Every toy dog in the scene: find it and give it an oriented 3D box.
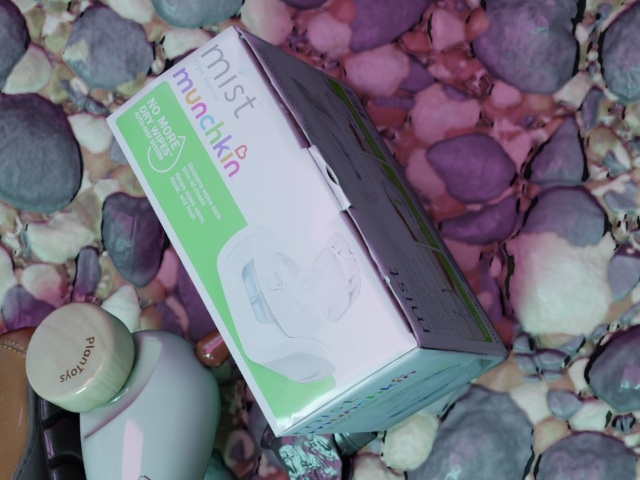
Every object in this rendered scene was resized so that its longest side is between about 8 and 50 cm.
[{"bbox_3d":[-0.095,0.184,1.112,0.161,0.220,0.333,-28,75,20],"label":"toy dog"}]

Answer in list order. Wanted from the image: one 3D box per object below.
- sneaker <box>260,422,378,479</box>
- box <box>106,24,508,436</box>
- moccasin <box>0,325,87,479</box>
[{"bbox_3d":[-0.020,0.135,1.180,0.089,0.051,0.170,-39,76,10],"label":"sneaker"},{"bbox_3d":[0.000,0.000,1.088,0.127,0.231,0.262,-34,74,16],"label":"box"},{"bbox_3d":[-0.255,0.259,1.205,0.147,0.139,0.380,-18,71,30],"label":"moccasin"}]
